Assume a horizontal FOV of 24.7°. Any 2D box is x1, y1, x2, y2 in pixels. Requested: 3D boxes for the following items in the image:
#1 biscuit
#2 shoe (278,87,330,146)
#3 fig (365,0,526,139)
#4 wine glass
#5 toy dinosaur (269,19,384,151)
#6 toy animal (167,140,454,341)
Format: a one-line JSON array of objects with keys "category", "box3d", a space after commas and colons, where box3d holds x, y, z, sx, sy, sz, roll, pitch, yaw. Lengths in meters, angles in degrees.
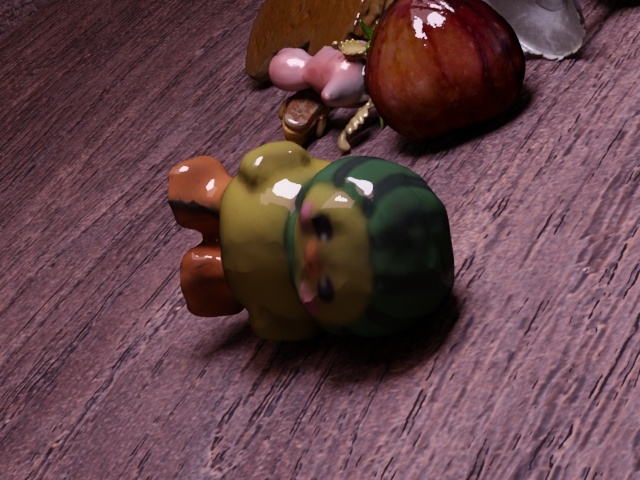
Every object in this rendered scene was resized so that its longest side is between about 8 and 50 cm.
[{"category": "biscuit", "box3d": [0.015, -0.381, 2.273, 0.394, 0.076, 0.368, 9, 82, 63]}, {"category": "shoe", "box3d": [-0.025, -0.178, 2.093, 0.072, 0.069, 0.109, 12, 42, -1]}, {"category": "fig", "box3d": [0.143, -0.261, 1.860, 0.203, 0.250, 0.186, -13, 17, 27]}, {"category": "wine glass", "box3d": [0.370, -0.410, 1.954, 0.323, 0.238, 0.238, -41, 27, -22]}, {"category": "toy dinosaur", "box3d": [0.016, -0.236, 2.010, 0.177, 0.152, 0.194, -11, 41, 1]}, {"category": "toy animal", "box3d": [0.003, 0.000, 1.550, 0.191, 0.216, 0.338, -12, 11, -43]}]
